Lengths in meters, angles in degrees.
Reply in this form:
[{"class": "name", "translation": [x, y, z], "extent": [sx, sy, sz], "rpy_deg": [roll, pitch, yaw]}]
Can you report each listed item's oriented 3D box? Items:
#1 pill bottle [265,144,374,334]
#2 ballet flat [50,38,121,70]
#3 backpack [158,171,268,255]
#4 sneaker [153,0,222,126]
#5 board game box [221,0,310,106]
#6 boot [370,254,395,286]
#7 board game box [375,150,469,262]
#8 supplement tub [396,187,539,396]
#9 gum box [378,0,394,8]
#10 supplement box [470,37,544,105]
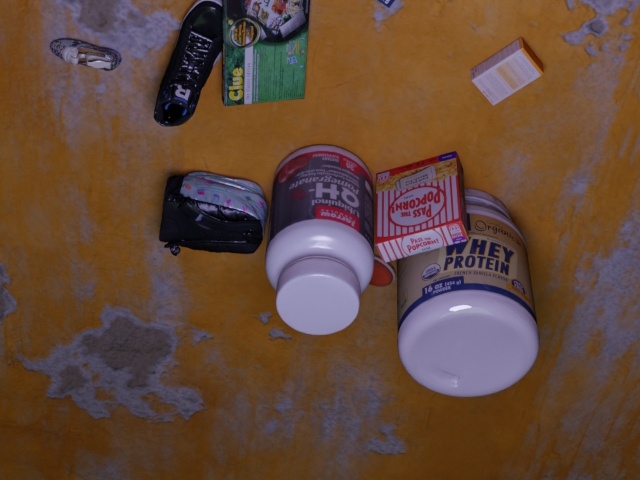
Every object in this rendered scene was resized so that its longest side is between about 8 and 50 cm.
[{"class": "pill bottle", "translation": [0.000, 0.000, 1.843], "extent": [0.176, 0.318, 0.176], "rpy_deg": [1, 130, 1]}, {"class": "ballet flat", "translation": [-0.377, -0.295, 1.799], "extent": [0.114, 0.041, 0.041], "rpy_deg": [10, 130, -5]}, {"class": "backpack", "translation": [-0.181, -0.047, 1.948], "extent": [0.182, 0.115, 0.152], "rpy_deg": [9, 142, -5]}, {"class": "sneaker", "translation": [-0.199, -0.265, 1.759], "extent": [0.079, 0.121, 0.217], "rpy_deg": [19, 129, -14]}, {"class": "board game box", "translation": [-0.085, -0.327, 1.738], "extent": [0.136, 0.030, 0.260], "rpy_deg": [-8, 132, -16]}, {"class": "boot", "translation": [0.064, 0.061, 2.045], "extent": [0.158, 0.084, 0.059], "rpy_deg": [20, 127, -15]}, {"class": "board game box", "translation": [0.167, -0.057, 1.868], "extent": [0.147, 0.193, 0.045], "rpy_deg": [-16, 128, 15]}, {"class": "supplement tub", "translation": [0.242, 0.081, 1.899], "extent": [0.228, 0.316, 0.228], "rpy_deg": [1, 130, 2]}, {"class": "gum box", "translation": [0.070, -0.450, 1.627], "extent": [0.184, 0.041, 0.157], "rpy_deg": [29, 117, -21]}, {"class": "supplement box", "translation": [0.295, -0.268, 1.785], "extent": [0.098, 0.036, 0.062], "rpy_deg": [-31, 122, 26]}]
